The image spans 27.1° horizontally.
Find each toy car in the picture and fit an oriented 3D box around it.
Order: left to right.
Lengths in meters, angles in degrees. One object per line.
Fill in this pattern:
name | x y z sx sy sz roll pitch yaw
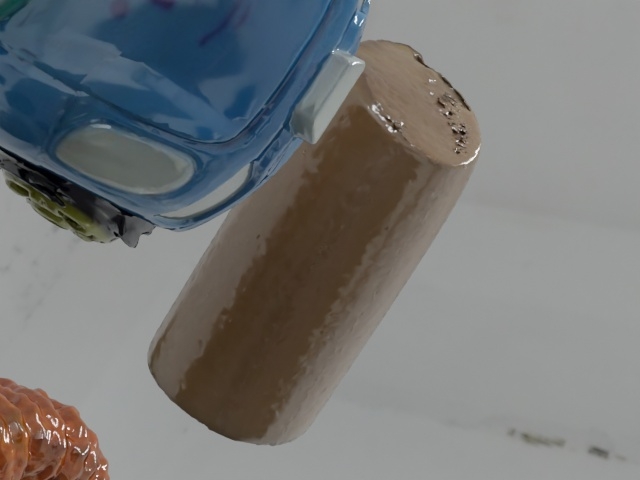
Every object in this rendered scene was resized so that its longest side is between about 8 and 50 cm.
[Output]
toy car | -0.125 -0.135 0.543 0.314 0.198 0.166 30 -8 24

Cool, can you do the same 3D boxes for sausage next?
sausage | 0.000 0.000 0.842 0.123 0.123 0.253 31 -72 0

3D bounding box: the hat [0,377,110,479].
hat | -0.414 0.214 1.277 0.400 0.285 0.285 29 -37 29
